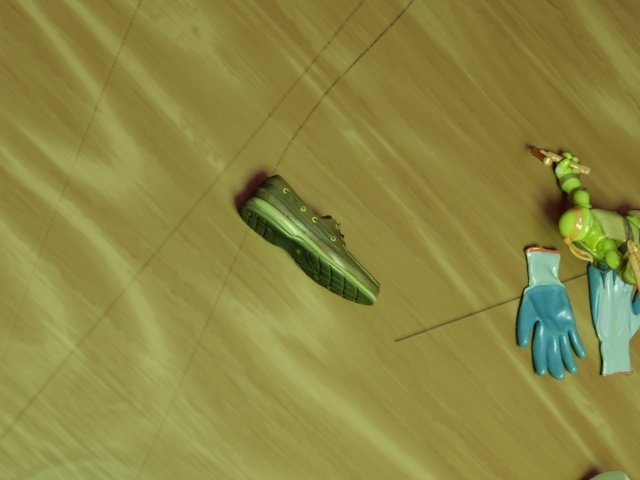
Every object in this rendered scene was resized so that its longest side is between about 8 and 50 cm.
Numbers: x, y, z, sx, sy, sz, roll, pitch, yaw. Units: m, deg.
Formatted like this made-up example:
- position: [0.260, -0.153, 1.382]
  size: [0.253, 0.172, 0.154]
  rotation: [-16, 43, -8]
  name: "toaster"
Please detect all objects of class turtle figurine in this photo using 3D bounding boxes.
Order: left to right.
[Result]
- position: [0.352, 0.003, 1.503]
  size: [0.217, 0.087, 0.269]
  rotation: [12, 33, -36]
  name: "turtle figurine"

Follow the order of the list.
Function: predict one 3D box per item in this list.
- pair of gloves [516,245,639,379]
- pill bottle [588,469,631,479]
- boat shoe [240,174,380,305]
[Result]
- position: [0.316, 0.086, 1.533]
  size: [0.198, 0.023, 0.159]
  rotation: [3, 80, -27]
  name: "pair of gloves"
- position: [0.365, 0.357, 1.460]
  size: [0.112, 0.112, 0.186]
  rotation: [-44, 102, -27]
  name: "pill bottle"
- position: [0.000, 0.000, 1.355]
  size: [0.178, 0.064, 0.060]
  rotation: [40, 67, -14]
  name: "boat shoe"
